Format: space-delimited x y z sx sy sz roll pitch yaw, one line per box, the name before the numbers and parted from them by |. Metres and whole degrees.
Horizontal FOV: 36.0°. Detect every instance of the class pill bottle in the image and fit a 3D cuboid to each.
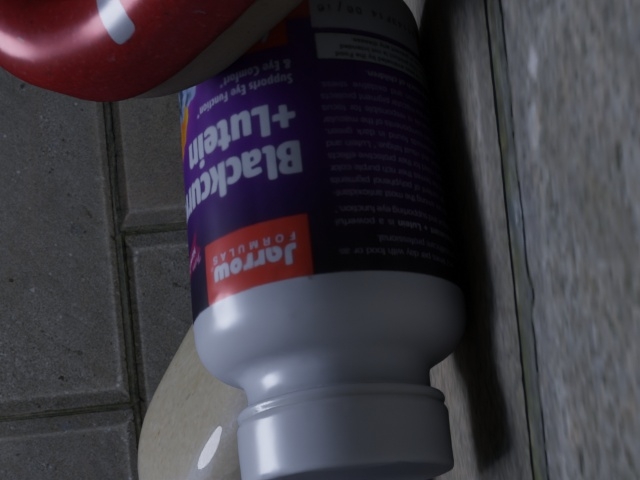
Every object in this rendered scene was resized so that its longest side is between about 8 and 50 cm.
pill bottle | 0.000 0.000 0.399 0.108 0.108 0.193 93 171 -69

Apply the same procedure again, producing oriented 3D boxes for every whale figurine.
whale figurine | -0.008 0.075 0.630 0.216 0.141 0.272 -39 26 44

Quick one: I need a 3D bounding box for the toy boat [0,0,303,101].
toy boat | -0.069 -0.143 0.309 0.231 0.151 0.150 -31 61 46
